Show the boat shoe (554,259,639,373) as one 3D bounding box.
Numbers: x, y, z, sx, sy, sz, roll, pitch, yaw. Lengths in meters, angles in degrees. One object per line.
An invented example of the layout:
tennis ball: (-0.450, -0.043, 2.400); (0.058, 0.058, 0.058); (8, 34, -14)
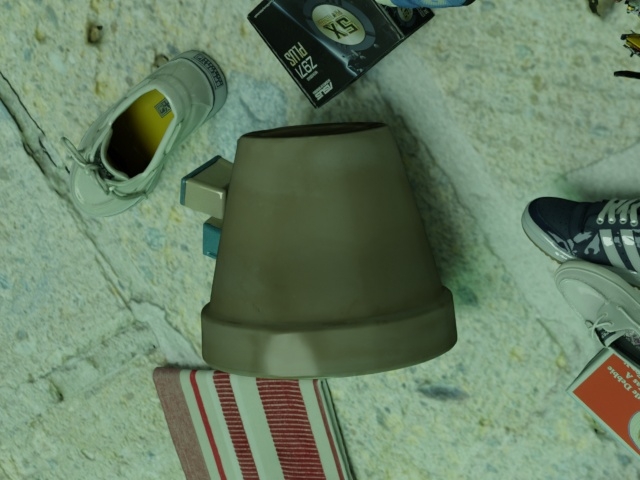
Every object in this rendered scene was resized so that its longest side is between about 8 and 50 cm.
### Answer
boat shoe: (0.334, 0.097, 1.667); (0.184, 0.063, 0.066); (43, 134, 2)

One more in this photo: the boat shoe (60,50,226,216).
boat shoe: (-0.279, -0.119, 2.065); (0.136, 0.156, 0.367); (53, 134, -2)

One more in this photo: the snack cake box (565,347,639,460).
snack cake box: (0.445, 0.211, 1.763); (0.264, 0.089, 0.152); (44, 135, 7)

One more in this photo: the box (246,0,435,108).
box: (0.021, -0.271, 1.797); (0.147, 0.077, 0.180); (53, 134, -3)

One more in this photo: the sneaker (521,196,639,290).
sneaker: (0.372, -0.020, 1.667); (0.282, 0.099, 0.153); (25, 134, 15)

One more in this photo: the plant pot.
plant pot: (0.000, 0.000, 1.854); (0.323, 0.323, 0.280); (2, 101, 37)

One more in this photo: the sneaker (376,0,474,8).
sneaker: (0.143, -0.403, 1.612); (0.147, 0.129, 0.330); (13, 128, 14)

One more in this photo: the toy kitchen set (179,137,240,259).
toy kitchen set: (-0.137, -0.029, 2.006); (0.122, 0.166, 0.207); (22, 127, 26)

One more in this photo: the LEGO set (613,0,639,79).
LEGO set: (0.297, -0.263, 1.452); (0.255, 0.331, 0.192); (18, 131, 3)

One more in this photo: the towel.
towel: (-0.100, 0.303, 2.277); (0.329, 0.037, 0.237); (-2, 113, 36)
